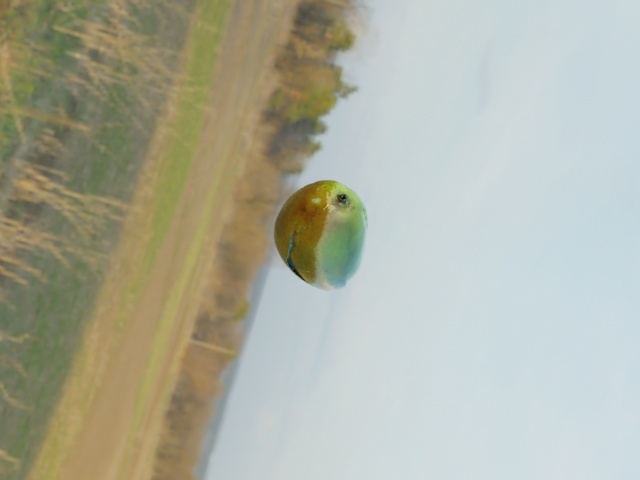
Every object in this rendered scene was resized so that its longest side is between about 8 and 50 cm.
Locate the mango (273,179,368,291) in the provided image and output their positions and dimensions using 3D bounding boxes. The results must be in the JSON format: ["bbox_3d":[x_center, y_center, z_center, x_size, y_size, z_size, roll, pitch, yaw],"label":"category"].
[{"bbox_3d":[0.000,0.000,1.479,0.111,0.125,0.233,-59,170,-25],"label":"mango"}]
